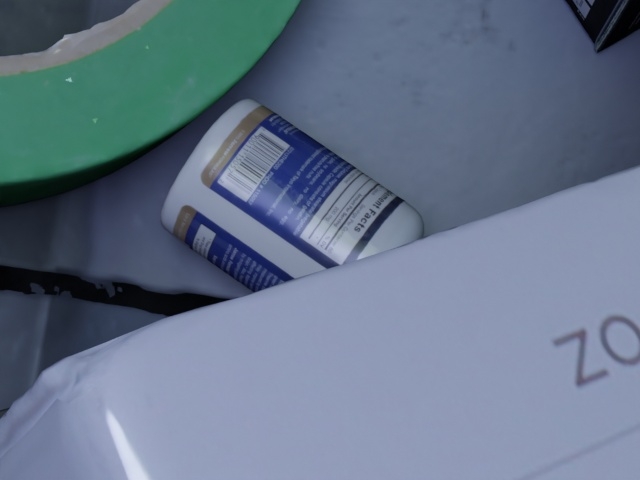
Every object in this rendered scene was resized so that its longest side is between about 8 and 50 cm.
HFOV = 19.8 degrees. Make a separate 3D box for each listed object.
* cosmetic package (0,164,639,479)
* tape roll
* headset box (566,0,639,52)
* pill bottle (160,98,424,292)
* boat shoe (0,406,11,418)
[{"bbox_3d":[0.093,0.212,0.524,0.329,0.327,0.393,-19,76,-33],"label":"cosmetic package"},{"bbox_3d":[-0.151,-0.175,0.742,0.321,0.077,0.321,3,81,-18],"label":"tape roll"},{"bbox_3d":[0.183,-0.266,0.797,0.283,0.131,0.246,-29,80,-9],"label":"headset box"},{"bbox_3d":[0.000,0.000,0.755,0.120,0.067,0.067,35,77,6],"label":"pill bottle"},{"bbox_3d":[-0.204,0.112,0.715,0.228,0.081,0.068,-8,73,-12],"label":"boat shoe"}]
